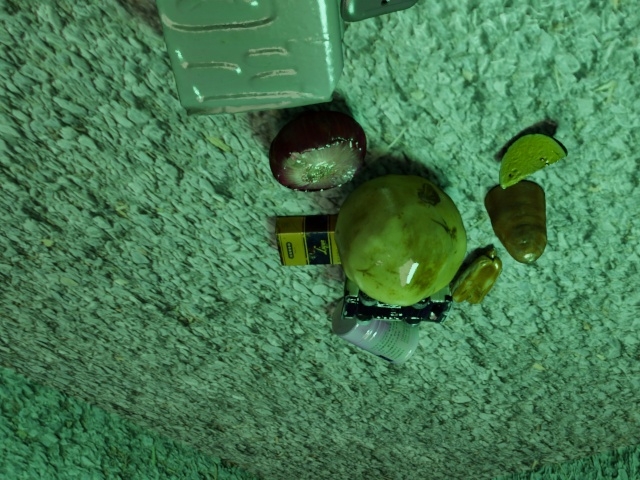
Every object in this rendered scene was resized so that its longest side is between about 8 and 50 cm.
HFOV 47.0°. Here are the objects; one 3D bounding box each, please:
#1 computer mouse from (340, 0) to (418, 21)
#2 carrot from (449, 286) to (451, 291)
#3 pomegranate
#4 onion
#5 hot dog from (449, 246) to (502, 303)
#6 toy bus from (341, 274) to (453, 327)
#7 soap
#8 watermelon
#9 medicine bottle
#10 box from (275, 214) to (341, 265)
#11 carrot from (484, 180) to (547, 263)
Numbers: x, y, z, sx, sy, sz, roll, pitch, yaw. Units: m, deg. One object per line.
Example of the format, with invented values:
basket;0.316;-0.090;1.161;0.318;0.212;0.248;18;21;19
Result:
computer mouse;0.114;-0.470;1.352;0.232;0.057;0.120;-28;143;-38
carrot;0.323;0.180;2.291;0.190;0.037;0.037;-21;137;25
pomegranate;0.196;-0.001;1.842;0.333;0.332;0.332;1;142;1
onion;-0.005;-0.209;1.701;0.248;0.161;0.248;4;153;2
hot dog;0.464;0.110;2.169;0.109;0.072;0.269;7;143;-10
toy bus;0.218;0.141;2.127;0.306;0.179;0.143;3;144;-2
soap;-0.135;-0.458;1.342;0.351;0.212;0.435;0;141;4
watermelon;0.493;-0.207;1.746;0.075;0.092;0.182;40;138;-21
medicine bottle;0.174;0.281;2.331;0.254;0.152;0.152;30;134;-31
box;0.000;0.000;2.045;0.237;0.070;0.152;-3;142;2
carrot;0.514;-0.029;1.870;0.159;0.225;0.159;-1;138;-1
